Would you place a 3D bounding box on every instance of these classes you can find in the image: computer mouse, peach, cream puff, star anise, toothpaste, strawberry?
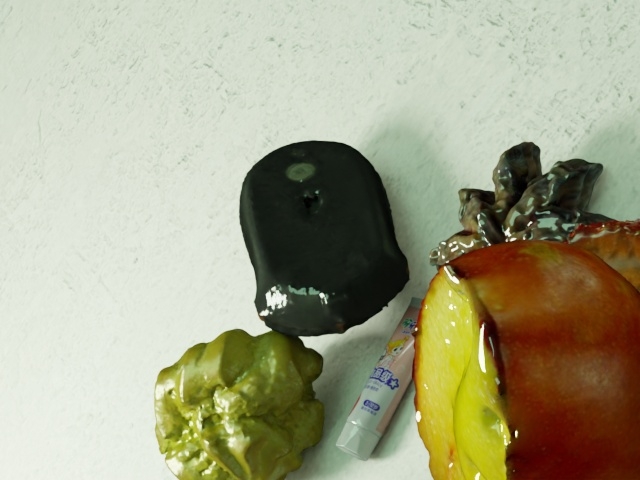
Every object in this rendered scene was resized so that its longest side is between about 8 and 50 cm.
[{"bbox_3d":[0.001,0.003,2.096,0.183,0.116,0.323,-18,39,4],"label":"computer mouse"},{"bbox_3d":[0.185,0.141,1.619,0.281,0.338,0.281,-15,61,27],"label":"peach"},{"bbox_3d":[-0.095,0.203,2.046,0.221,0.195,0.194,-37,41,33],"label":"cream puff"},{"bbox_3d":[0.201,0.002,1.902,0.223,0.109,0.236,-40,42,29],"label":"star anise"},{"bbox_3d":[0.079,0.150,1.990,0.067,0.043,0.194,9,66,54],"label":"toothpaste"},{"bbox_3d":[0.295,0.034,1.761,0.192,0.140,0.085,-49,3,28],"label":"strawberry"}]
